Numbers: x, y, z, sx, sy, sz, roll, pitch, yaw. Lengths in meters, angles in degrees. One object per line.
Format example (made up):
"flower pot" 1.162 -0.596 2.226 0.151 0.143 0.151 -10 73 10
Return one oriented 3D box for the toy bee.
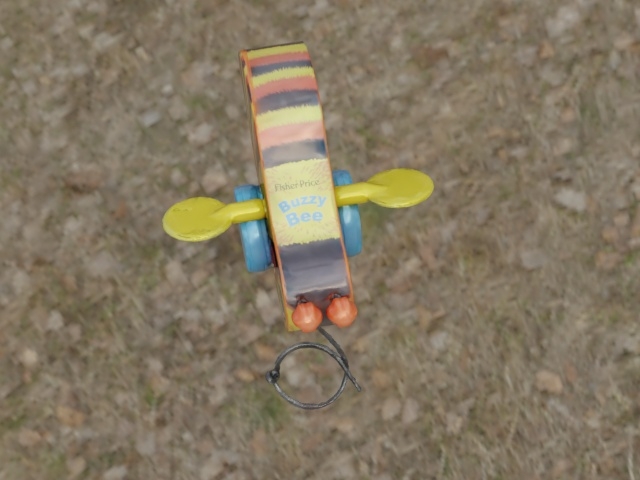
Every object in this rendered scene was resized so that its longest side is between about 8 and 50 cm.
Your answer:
"toy bee" 0.000 0.000 1.029 0.195 0.298 0.162 -30 15 -1
